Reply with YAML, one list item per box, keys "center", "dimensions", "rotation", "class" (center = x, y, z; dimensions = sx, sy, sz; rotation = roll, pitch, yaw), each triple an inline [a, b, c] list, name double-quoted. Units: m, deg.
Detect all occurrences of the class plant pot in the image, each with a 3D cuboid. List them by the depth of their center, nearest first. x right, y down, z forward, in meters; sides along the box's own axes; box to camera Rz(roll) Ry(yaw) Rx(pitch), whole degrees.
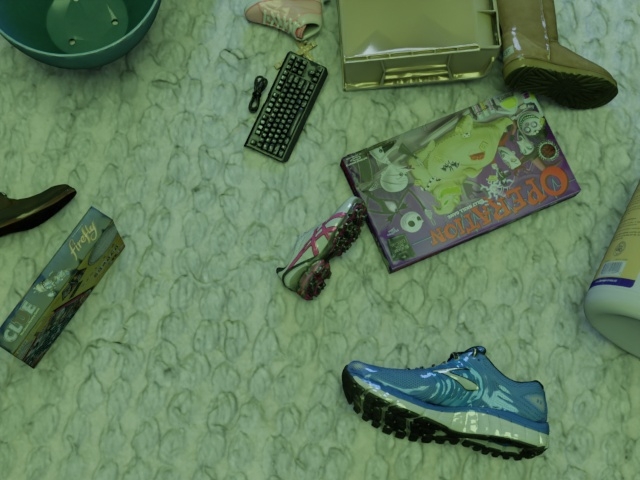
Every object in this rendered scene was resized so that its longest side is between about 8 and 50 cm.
- center: [-0.389, -0.393, 1.773]
  dimensions: [0.290, 0.195, 0.290]
  rotation: [1, 76, -3]
  class: "plant pot"

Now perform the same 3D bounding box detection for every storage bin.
- center: [0.154, -0.403, 1.828]
  dimensions: [0.260, 0.123, 0.262]
  rotation: [-5, 76, 3]
  class: "storage bin"

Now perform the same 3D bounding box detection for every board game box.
- center: [-0.394, 0.075, 1.675]
  dimensions: [0.042, 0.165, 0.243]
  rotation: [33, 76, 5]
  class: "board game box"
- center: [0.230, -0.104, 1.817]
  dimensions: [0.347, 0.056, 0.208]
  rotation: [-23, 83, -9]
  class: "board game box"

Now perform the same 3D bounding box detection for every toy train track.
- center: [-0.042, -0.316, 1.868]
  dimensions: [0.083, 0.014, 0.048]
  rotation: [-33, 80, -10]
  class: "toy train track"

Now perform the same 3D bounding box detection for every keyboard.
- center: [-0.070, -0.229, 1.835]
  dimensions: [0.108, 0.023, 0.180]
  rotation: [24, 80, 3]
  class: "keyboard"

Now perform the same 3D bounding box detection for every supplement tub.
- center: [0.579, 0.017, 1.707]
  dimensions: [0.241, 0.241, 0.331]
  rotation: [28, 76, 4]
  class: "supplement tub"

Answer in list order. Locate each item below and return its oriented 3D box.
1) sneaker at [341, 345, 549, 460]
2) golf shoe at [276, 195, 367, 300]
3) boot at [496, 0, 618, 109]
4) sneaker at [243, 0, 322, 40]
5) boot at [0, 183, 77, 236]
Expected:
- center: [0.194, 0.235, 1.706]
  dimensions: [0.330, 0.129, 0.147]
  rotation: [14, 62, -3]
  class: "sneaker"
- center: [0.000, 0.000, 1.757]
  dimensions: [0.086, 0.067, 0.186]
  rotation: [33, 85, 29]
  class: "golf shoe"
- center: [0.389, -0.371, 1.864]
  dimensions: [0.236, 0.089, 0.269]
  rotation: [13, 58, -29]
  class: "boot"
- center: [-0.060, -0.374, 1.856]
  dimensions: [0.134, 0.051, 0.070]
  rotation: [-4, 61, -8]
  class: "sneaker"
- center: [-0.504, -0.060, 1.744]
  dimensions: [0.219, 0.082, 0.106]
  rotation: [-29, 82, -8]
  class: "boot"
